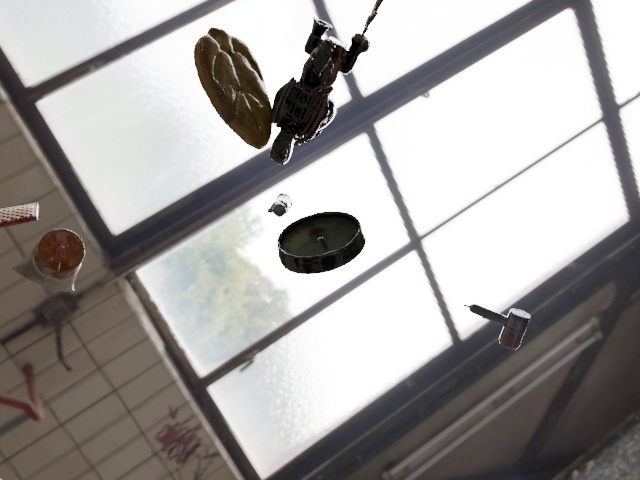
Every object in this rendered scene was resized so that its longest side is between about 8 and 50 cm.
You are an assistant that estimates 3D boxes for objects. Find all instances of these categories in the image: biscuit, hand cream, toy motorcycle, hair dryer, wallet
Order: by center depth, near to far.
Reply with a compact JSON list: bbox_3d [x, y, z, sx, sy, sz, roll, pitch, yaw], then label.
[{"bbox_3d":[0.296,0.137,1.329,0.114,0.037,0.063,24,-72,19],"label":"hair dryer"},{"bbox_3d":[-0.162,-0.304,1.543,0.203,0.041,0.260,-16,84,-61],"label":"biscuit"},{"bbox_3d":[-0.667,-0.040,1.547,0.103,0.196,0.020,-129,-149,-61],"label":"wallet"},{"bbox_3d":[-0.546,0.059,1.582,0.140,0.089,0.314,26,-25,-21],"label":"hand cream"},{"bbox_3d":[0.003,-0.354,1.645,0.134,0.401,0.207,26,22,3],"label":"toy motorcycle"}]

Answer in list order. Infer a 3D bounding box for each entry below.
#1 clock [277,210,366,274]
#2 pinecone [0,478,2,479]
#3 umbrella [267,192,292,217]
[{"bbox_3d":[0.000,0.000,1.575,0.184,0.184,0.040,36,-32,53],"label":"clock"},{"bbox_3d":[-0.685,0.550,1.491,0.184,0.179,0.204,-86,175,-71],"label":"pinecone"},{"bbox_3d":[-0.094,-0.079,1.842,0.046,0.050,0.188,45,8,-8],"label":"umbrella"}]
